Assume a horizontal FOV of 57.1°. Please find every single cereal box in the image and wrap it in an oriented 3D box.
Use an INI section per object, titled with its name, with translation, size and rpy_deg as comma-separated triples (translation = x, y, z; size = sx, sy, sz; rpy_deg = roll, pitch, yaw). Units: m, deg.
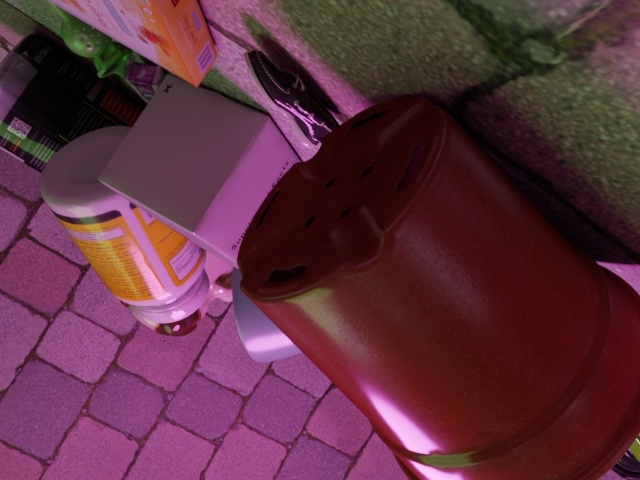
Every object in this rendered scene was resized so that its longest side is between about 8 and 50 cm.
[cereal box]
translation = -0.216, -0.245, 0.526
size = 0.240, 0.047, 0.173
rpy_deg = 30, 172, 6

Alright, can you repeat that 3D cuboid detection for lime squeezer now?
[lime squeezer]
translation = -0.296, -0.254, 0.752
size = 0.110, 0.058, 0.310
rpy_deg = 28, 173, 18

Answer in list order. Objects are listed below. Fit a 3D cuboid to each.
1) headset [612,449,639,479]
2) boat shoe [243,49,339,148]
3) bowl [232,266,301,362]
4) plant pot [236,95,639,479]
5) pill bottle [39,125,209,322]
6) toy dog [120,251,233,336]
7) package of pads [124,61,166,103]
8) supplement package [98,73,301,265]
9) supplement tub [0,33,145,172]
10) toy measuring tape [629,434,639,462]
[headset]
translation = 0.600, 0.422, 1.164
size = 0.394, 0.185, 0.243
rpy_deg = 39, 179, 36
[boat shoe]
translation = -0.024, -0.133, 0.546
size = 0.125, 0.038, 0.046
rpy_deg = 46, -154, -44
[bowl]
translation = -0.027, 0.078, 1.105
size = 0.163, 0.311, 0.311
rpy_deg = 0, 162, 18
[plant pot]
translation = 0.091, 0.042, 0.496
size = 0.265, 0.272, 0.272
rpy_deg = 45, 167, -27
[pill bottle]
translation = -0.307, -0.010, 0.998
size = 0.188, 0.188, 0.333
rpy_deg = 26, 148, 32
[toy dog]
translation = -0.323, 0.058, 1.526
size = 0.285, 0.407, 0.395
rpy_deg = 29, 172, 11
[package of pads]
translation = -0.232, -0.214, 0.818
size = 0.050, 0.031, 0.083
rpy_deg = 11, 169, 7
[supplement package]
translation = -0.134, -0.070, 0.857
size = 0.178, 0.175, 0.293
rpy_deg = 28, 172, 24
[supplement tub]
translation = -0.431, -0.194, 1.082
size = 0.338, 0.207, 0.207
rpy_deg = 35, 171, -26
[toy measuring tape]
translation = 0.347, 0.127, 0.688
size = 0.330, 0.121, 0.121
rpy_deg = 53, 173, 4
